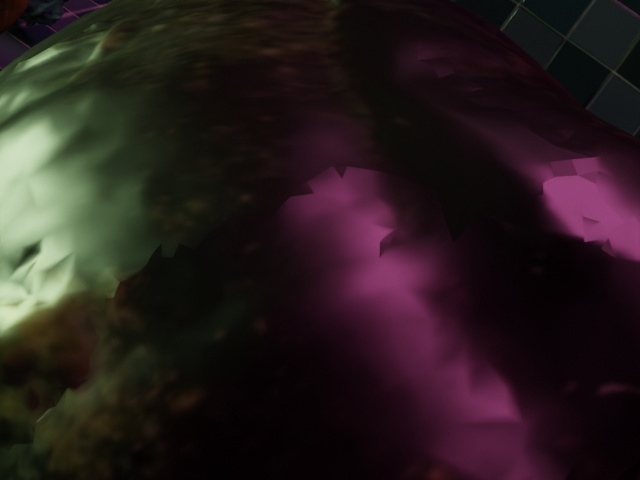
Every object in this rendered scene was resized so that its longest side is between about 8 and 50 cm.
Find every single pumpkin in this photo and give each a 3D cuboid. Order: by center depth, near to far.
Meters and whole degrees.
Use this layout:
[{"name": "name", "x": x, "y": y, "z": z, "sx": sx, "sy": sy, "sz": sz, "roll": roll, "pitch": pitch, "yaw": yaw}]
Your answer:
[{"name": "pumpkin", "x": 0.017, "y": 0.104, "z": 0.584, "sx": 0.454, "sy": 0.344, "sz": 0.454, "roll": 51, "pitch": 3, "yaw": -4}]

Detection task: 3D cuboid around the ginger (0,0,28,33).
[{"name": "ginger", "x": -0.368, "y": -0.229, "z": 1.198, "sx": 0.219, "sy": 0.123, "sz": 0.270, "roll": 38, "pitch": 15, "yaw": -1}]

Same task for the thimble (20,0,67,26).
[{"name": "thimble", "x": -0.327, "y": -0.349, "z": 1.503, "sx": 0.150, "sy": 0.237, "sz": 0.237, "roll": 16, "pitch": 24, "yaw": -42}]
